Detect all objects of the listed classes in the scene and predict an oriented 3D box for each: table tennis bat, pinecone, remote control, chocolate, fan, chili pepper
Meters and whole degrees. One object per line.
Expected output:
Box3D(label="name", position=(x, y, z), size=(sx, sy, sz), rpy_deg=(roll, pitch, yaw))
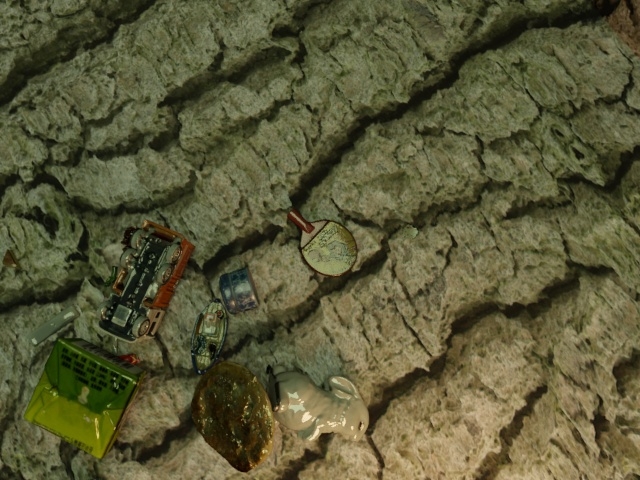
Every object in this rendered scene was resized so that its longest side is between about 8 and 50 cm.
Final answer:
Box3D(label="table tennis bat", position=(0.000, 0.000, 1.869), size=(0.310, 0.038, 0.200), rpy_deg=(43, 78, 4))
Box3D(label="pinecone", position=(-0.664, 0.001, 1.810), size=(0.102, 0.102, 0.110), rpy_deg=(-1, 107, -2))
Box3D(label="remote control", position=(-0.935, 0.296, 1.766), size=(0.184, 0.027, 0.050), rpy_deg=(-36, 80, -9))
Box3D(label="chocolate", position=(-0.750, 0.495, 1.642), size=(0.300, 0.137, 0.289), rpy_deg=(26, 94, 5))
Box3D(label="fan", position=(0.328, -0.020, 1.898), size=(0.055, 0.004, 0.083), rpy_deg=(34, 78, 5))
Box3D(label="chili pepper", position=(-0.751, 0.131, 1.816), size=(0.027, 0.022, 0.083), rpy_deg=(29, 74, -30))

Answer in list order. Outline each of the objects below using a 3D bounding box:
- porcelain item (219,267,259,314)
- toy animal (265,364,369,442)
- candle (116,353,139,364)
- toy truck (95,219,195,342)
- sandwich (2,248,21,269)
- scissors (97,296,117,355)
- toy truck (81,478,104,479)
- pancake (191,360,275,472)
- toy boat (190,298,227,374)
Box3D(label="porcelain item", position=(-0.284, 0.177, 1.757), size=(0.114, 0.147, 0.147), rpy_deg=(-17, 78, -5))
Box3D(label="toy animal", position=(-0.008, 0.542, 1.682), size=(0.356, 0.194, 0.258), rpy_deg=(11, 52, -16))
Box3D(label="candle", position=(-0.686, 0.419, 1.735), size=(0.130, 0.052, 0.052), rpy_deg=(-10, 78, -5))
Box3D(label="toy truck", position=(-0.582, 0.148, 1.724), size=(0.173, 0.207, 0.388), rpy_deg=(21, 81, 11))
Box3D(label="sandwich", position=(-1.111, 0.075, 1.809), size=(0.044, 0.031, 0.083), rpy_deg=(-32, 78, -13))
Box3D(label="scissors", position=(-0.725, 0.301, 1.777), size=(0.110, 0.021, 0.213), rpy_deg=(-6, 76, -1))
Box3D(label="toy truck", position=(-0.724, 0.862, 1.610), size=(0.083, 0.092, 0.192), rpy_deg=(-3, 78, -4))
Box3D(label="pancake", position=(-0.277, 0.560, 1.627), size=(0.355, 0.065, 0.357), rpy_deg=(3, 94, 37))
Box3D(label="toy boat", position=(-0.384, 0.326, 1.735), size=(0.114, 0.115, 0.262), rpy_deg=(9, 77, 0))
